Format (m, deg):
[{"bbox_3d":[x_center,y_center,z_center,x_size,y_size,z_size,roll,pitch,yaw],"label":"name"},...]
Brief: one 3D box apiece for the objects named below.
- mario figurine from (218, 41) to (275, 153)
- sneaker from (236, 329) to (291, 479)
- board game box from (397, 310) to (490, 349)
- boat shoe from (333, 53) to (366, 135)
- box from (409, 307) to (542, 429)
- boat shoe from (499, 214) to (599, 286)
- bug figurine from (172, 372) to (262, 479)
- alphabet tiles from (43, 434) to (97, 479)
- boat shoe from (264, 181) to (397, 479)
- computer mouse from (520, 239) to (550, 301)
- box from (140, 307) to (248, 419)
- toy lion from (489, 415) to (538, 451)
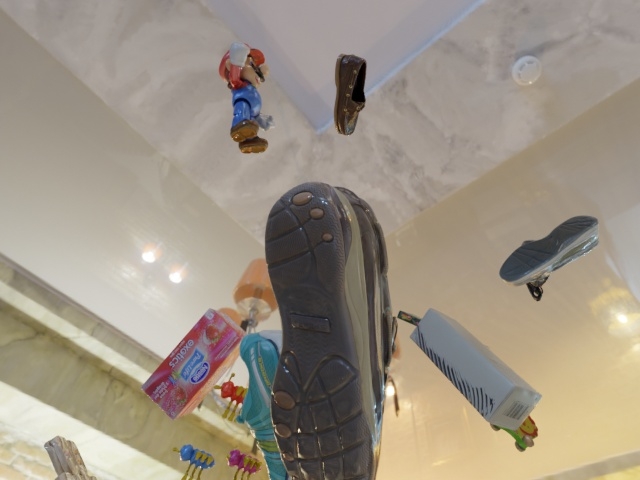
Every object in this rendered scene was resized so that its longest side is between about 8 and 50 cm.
[{"bbox_3d":[-0.187,-0.420,1.176,0.169,0.321,0.198,1,-20,-26],"label":"mario figurine"},{"bbox_3d":[-0.055,0.246,0.572,0.109,0.107,0.276,4,-75,22],"label":"sneaker"},{"bbox_3d":[0.372,0.279,1.270,0.259,0.136,0.031,20,-91,33],"label":"board game box"},{"bbox_3d":[0.077,-0.351,1.038,0.073,0.073,0.207,23,-39,24],"label":"boat shoe"},{"bbox_3d":[0.324,0.269,0.911,0.113,0.275,0.094,28,-80,-30],"label":"box"},{"bbox_3d":[0.666,0.047,1.205,0.320,0.118,0.103,-33,-67,-7],"label":"boat shoe"},{"bbox_3d":[-0.201,0.460,0.986,0.216,0.072,0.279,32,-82,-10],"label":"bug figurine"},{"bbox_3d":[-0.307,0.410,0.581,0.284,0.021,0.278,56,-31,15],"label":"alphabet tiles"},{"bbox_3d":[0.032,0.116,0.448,0.132,0.130,0.356,6,-79,42],"label":"boat shoe"},{"bbox_3d":[0.767,0.082,1.495,0.072,0.189,0.272,-23,-36,0],"label":"computer mouse"},{"bbox_3d":[-0.367,0.371,1.276,0.142,0.154,0.300,39,-100,11],"label":"box"},{"bbox_3d":[0.418,0.390,0.893,0.100,0.096,0.034,38,-55,10],"label":"toy lion"}]
